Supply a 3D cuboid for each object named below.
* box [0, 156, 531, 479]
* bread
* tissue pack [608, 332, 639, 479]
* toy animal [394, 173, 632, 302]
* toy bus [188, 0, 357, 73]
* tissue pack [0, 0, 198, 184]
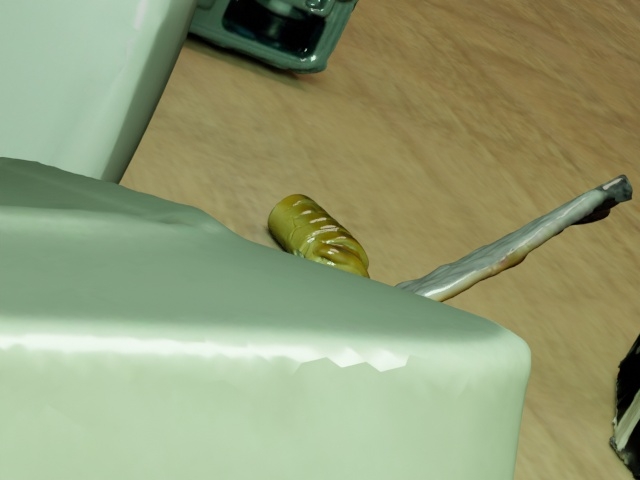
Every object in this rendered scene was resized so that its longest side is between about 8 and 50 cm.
[{"bbox_3d":[-0.182,0.018,0.466,0.373,0.090,0.367,4,3,-20],"label":"box"},{"bbox_3d":[0.000,0.000,1.203,0.049,0.033,0.088,23,16,-36],"label":"bread"},{"bbox_3d":[0.343,-0.002,1.157,0.210,0.370,0.198,30,16,7],"label":"tissue pack"},{"bbox_3d":[-0.058,0.058,0.807,0.302,0.225,0.284,4,7,-28],"label":"toy animal"},{"bbox_3d":[-0.129,-0.280,1.561,0.344,0.183,0.199,19,16,-28],"label":"toy bus"},{"bbox_3d":[-0.228,-0.130,0.898,0.333,0.229,0.236,26,9,-8],"label":"tissue pack"}]
